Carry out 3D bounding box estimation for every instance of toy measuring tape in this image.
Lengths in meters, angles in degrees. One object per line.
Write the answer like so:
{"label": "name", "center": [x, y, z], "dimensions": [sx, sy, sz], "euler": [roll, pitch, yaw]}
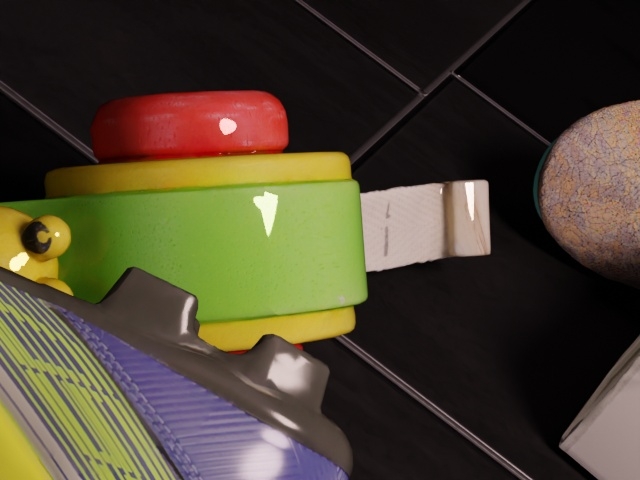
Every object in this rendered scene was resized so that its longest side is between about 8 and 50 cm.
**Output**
{"label": "toy measuring tape", "center": [0.000, 0.000, 0.639], "dimensions": [0.330, 0.121, 0.121], "euler": [-5, 48, -50]}

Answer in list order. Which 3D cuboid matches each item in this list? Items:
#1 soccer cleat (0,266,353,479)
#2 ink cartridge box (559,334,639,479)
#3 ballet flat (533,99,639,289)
{"label": "soccer cleat", "center": [-0.134, 0.041, 0.468], "dimensions": [0.289, 0.121, 0.093], "euler": [22, -12, 4]}
{"label": "ink cartridge box", "center": [0.233, 0.105, 0.759], "dimensions": [0.218, 0.092, 0.158], "euler": [42, 29, 9]}
{"label": "ballet flat", "center": [0.258, -0.004, 0.916], "dimensions": [0.316, 0.108, 0.106], "euler": [12, 5, -35]}
